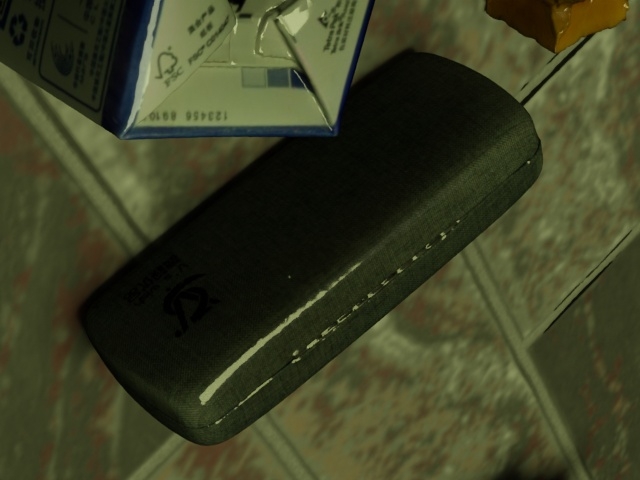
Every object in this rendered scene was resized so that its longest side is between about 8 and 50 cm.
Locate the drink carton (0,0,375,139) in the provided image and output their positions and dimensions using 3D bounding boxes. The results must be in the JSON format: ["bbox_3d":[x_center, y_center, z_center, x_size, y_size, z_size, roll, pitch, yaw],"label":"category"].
[{"bbox_3d":[-0.121,-0.151,0.829,0.130,0.315,0.106,-2,116,-44],"label":"drink carton"}]

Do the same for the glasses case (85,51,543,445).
[{"bbox_3d":[0.000,0.000,1.219,0.323,0.131,0.074,-39,137,-17],"label":"glasses case"}]

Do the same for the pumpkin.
[{"bbox_3d":[0.169,-0.168,1.306,0.074,0.083,0.054,-23,130,-28],"label":"pumpkin"}]
